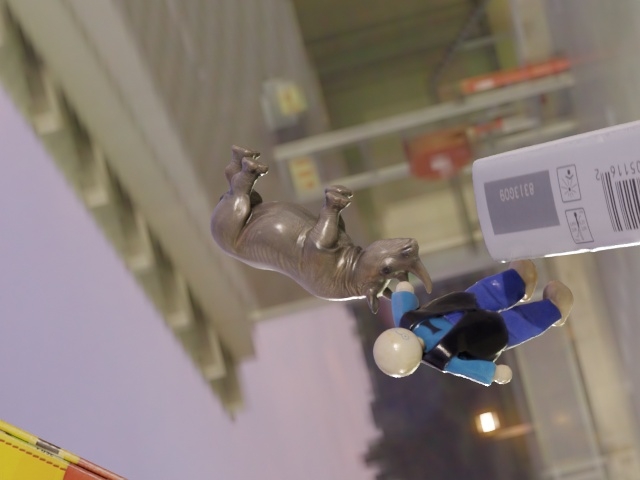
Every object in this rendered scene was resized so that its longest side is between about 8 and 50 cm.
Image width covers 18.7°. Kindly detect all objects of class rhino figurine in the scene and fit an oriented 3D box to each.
[{"bbox_3d":[0.000,0.000,1.876,0.073,0.243,0.106,-18,-51,-68],"label":"rhino figurine"}]

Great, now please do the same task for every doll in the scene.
[{"bbox_3d":[0.109,0.066,1.525,0.129,0.189,0.046,37,130,30],"label":"doll"}]

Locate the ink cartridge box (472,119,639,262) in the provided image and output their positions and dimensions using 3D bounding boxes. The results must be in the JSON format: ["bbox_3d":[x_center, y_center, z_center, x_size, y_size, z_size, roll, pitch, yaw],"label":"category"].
[{"bbox_3d":[0.350,-0.068,1.423,0.308,0.385,0.091,-12,89,65],"label":"ink cartridge box"}]

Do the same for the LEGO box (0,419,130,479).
[{"bbox_3d":[-0.405,0.237,1.186,0.193,0.500,0.372,119,176,-57],"label":"LEGO box"}]
